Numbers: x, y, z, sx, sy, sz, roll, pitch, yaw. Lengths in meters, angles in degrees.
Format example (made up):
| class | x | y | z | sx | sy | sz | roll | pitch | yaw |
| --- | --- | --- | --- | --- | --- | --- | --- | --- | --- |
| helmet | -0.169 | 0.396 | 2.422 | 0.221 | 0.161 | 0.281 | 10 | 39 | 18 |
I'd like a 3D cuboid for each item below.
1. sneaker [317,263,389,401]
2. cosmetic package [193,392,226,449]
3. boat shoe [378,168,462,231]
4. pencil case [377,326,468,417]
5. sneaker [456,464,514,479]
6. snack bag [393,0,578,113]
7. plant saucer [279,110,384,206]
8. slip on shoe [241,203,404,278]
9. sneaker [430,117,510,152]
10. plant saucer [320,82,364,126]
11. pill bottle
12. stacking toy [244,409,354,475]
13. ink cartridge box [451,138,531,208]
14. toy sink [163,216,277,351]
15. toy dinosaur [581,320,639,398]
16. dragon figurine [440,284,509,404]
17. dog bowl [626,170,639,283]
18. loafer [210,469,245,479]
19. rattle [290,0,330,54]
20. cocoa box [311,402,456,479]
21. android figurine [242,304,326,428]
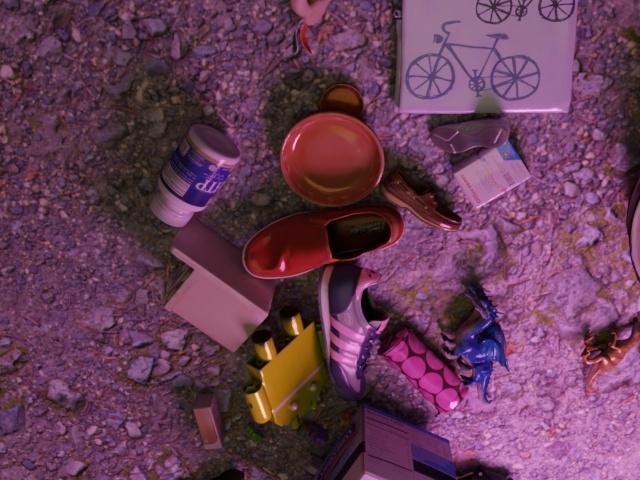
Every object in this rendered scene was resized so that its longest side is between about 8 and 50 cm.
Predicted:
| class | x | y | z | sx | sy | sz | roll | pitch | yaw |
| --- | --- | --- | --- | --- | --- | --- | --- | --- | --- |
| sneaker | 0.080 | 0.199 | 1.713 | 0.131 | 0.112 | 0.319 | -1 | 117 | 19 |
| cosmetic package | -0.250 | 0.408 | 1.878 | 0.041 | 0.060 | 0.115 | -8 | 112 | 9 |
| boat shoe | 0.201 | -0.077 | 1.609 | 0.178 | 0.064 | 0.060 | 29 | 116 | -6 |
| pencil case | 0.212 | 0.276 | 1.762 | 0.209 | 0.098 | 0.095 | 47 | 76 | -14 |
| sneaker | 0.342 | 0.558 | 1.901 | 0.235 | 0.084 | 0.097 | 12 | 82 | 4 |
| snack bag | 0.291 | -0.388 | 1.472 | 0.323 | 0.037 | 0.342 | 0 | 115 | 4 |
| plant saucer | 0.023 | -0.159 | 1.593 | 0.200 | 0.037 | 0.200 | 3 | 121 | 4 |
| slip on shoe | 0.000 | 0.000 | 1.628 | 0.331 | 0.101 | 0.123 | -12 | 95 | 8 |
| sneaker | 0.281 | -0.200 | 1.554 | 0.152 | 0.061 | 0.053 | 1 | 124 | 26 |
| plant saucer | 0.041 | -0.256 | 1.568 | 0.083 | 0.013 | 0.083 | 2 | 116 | 4 |
| pill bottle | -0.247 | -0.121 | 1.602 | 0.112 | 0.112 | 0.186 | 33 | 114 | -10 |
| stacking toy | -0.041 | 0.416 | 1.872 | 0.221 | 0.052 | 0.167 | 31 | 112 | -7 |
| ink cartridge box | 0.323 | -0.131 | 1.580 | 0.122 | 0.052 | 0.088 | -32 | 108 | 16 |
| toy sink | -0.223 | 0.088 | 1.676 | 0.234 | 0.153 | 0.131 | 37 | 113 | -13 |
| toy dinosaur | 0.587 | 0.251 | 1.728 | 0.112 | 0.064 | 0.211 | 31 | 114 | -11 |
| dragon figurine | 0.345 | 0.232 | 1.728 | 0.144 | 0.085 | 0.289 | -25 | 109 | 16 |
| dog bowl | 0.746 | -0.046 | 1.504 | 0.408 | 0.150 | 0.408 | 1 | 112 | 3 |
| loafer | -0.232 | 0.586 | 1.964 | 0.148 | 0.056 | 0.050 | -26 | 111 | 26 |
| rattle | -0.046 | -0.443 | 1.461 | 0.143 | 0.130 | 0.199 | 28 | 141 | 3 |
| cocoa box | 0.110 | 0.574 | 1.783 | 0.231 | 0.228 | 0.347 | 25 | 114 | -10 |
| android figurine | -0.063 | 0.272 | 1.717 | 0.056 | 0.248 | 0.273 | 18 | 133 | 38 |
